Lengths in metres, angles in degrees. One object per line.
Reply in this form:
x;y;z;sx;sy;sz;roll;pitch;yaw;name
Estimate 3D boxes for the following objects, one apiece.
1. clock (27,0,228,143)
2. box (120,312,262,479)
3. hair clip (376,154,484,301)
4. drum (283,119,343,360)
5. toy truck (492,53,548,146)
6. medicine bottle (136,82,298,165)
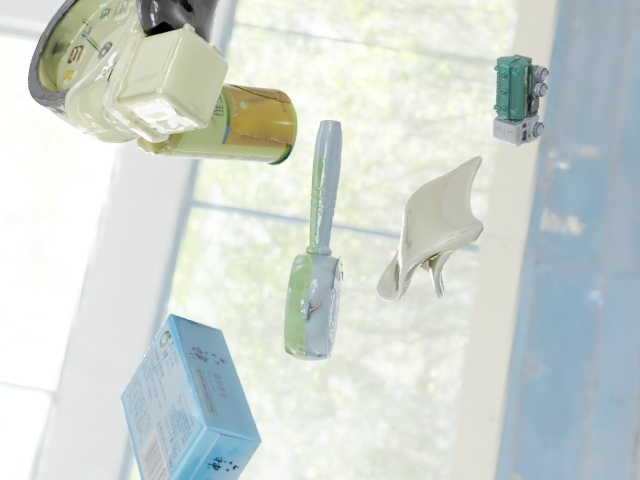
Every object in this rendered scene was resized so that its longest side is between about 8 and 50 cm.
-0.145;-0.270;1.368;0.120;0.276;0.379;35;-115;-40;clock
-0.161;0.214;1.677;0.142;0.083;0.232;-59;29;21;box
0.180;0.001;2.302;0.282;0.113;0.172;107;171;-47;hair clip
0.002;0.007;1.497;0.130;0.049;0.253;77;-160;-70;drum
0.171;-0.123;1.216;0.044;0.039;0.083;-30;-51;-40;toy truck
-0.157;-0.175;2.019;0.124;0.239;0.124;-6;83;53;medicine bottle
